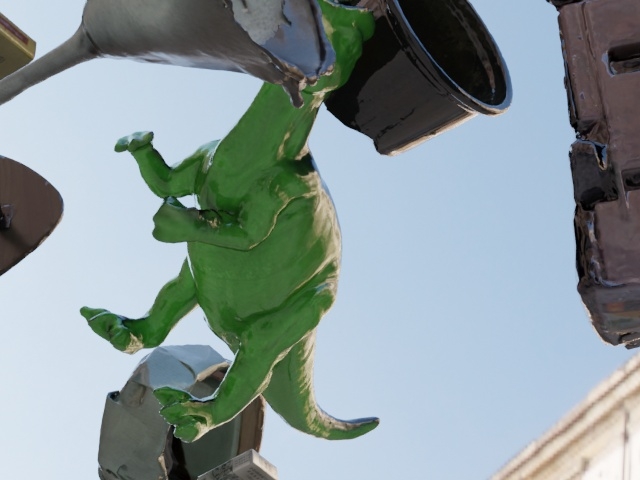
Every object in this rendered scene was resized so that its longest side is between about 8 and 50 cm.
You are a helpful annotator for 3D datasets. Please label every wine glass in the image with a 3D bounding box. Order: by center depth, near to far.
[{"bbox_3d":[-0.128,-0.098,0.637,0.232,0.156,0.156,-25,-58,19],"label":"wine glass"}]

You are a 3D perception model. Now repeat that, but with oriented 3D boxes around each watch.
[{"bbox_3d":[-0.185,0.255,1.586,0.161,0.241,0.253,14,-70,19],"label":"watch"}]

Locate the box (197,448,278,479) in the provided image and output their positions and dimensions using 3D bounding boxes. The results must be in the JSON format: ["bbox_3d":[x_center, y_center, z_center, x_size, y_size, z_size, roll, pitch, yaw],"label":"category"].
[{"bbox_3d":[-0.100,0.288,1.490,0.083,0.024,0.054,-30,-48,18],"label":"box"}]

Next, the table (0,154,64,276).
[{"bbox_3d":[-0.494,-0.094,1.475,0.317,0.317,0.249,1,-39,15],"label":"table"}]

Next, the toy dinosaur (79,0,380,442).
[{"bbox_3d":[0.000,0.000,1.074,0.374,0.144,0.500,-54,-33,10],"label":"toy dinosaur"}]

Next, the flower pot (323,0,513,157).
[{"bbox_3d":[0.065,-0.142,0.990,0.107,0.157,0.157,-33,-63,29],"label":"flower pot"}]

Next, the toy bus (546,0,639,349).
[{"bbox_3d":[0.207,-0.092,0.813,0.112,0.317,0.138,-6,-30,13],"label":"toy bus"}]

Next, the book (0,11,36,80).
[{"bbox_3d":[-0.351,-0.178,0.926,0.161,0.026,0.231,-21,-42,27],"label":"book"}]
